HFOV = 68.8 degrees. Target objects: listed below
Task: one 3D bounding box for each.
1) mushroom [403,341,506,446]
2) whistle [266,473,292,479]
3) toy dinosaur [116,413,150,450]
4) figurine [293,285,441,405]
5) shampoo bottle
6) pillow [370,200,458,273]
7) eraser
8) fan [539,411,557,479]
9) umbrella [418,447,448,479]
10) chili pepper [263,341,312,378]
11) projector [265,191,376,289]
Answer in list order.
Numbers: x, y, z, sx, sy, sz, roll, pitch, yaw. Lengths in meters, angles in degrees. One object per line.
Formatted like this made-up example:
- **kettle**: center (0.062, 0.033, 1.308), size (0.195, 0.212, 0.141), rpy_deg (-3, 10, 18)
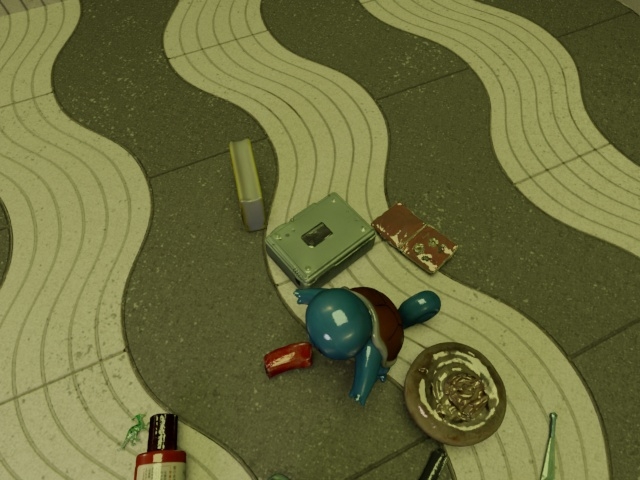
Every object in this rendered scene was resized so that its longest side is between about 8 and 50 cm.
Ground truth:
- **mushroom**: center (0.300, 0.337, 1.046), size (0.226, 0.178, 0.226), rpy_deg (-4, 61, 8)
- **whistle**: center (-0.023, 0.654, 0.860), size (0.188, 0.168, 0.405), rpy_deg (1, 60, -2)
- **toy dinosaur**: center (-0.429, 0.433, 1.064), size (0.083, 0.021, 0.062), rpy_deg (-18, 55, -15)
- **figurine**: center (0.103, 0.210, 1.074), size (0.416, 0.243, 0.298), rpy_deg (4, 56, -47)
- **shampoo bottle**: center (-0.335, 0.507, 0.974), size (0.104, 0.104, 0.278), rpy_deg (-4, 61, -4)
- **pillow**: center (0.263, -0.009, 1.321), size (0.232, 0.043, 0.126), rpy_deg (40, 68, 21)
- **eraser**: center (-0.206, -0.154, 1.327), size (0.069, 0.158, 0.226), rpy_deg (-10, 60, -9)
- **fan**: center (0.520, 0.486, 1.057), size (0.038, 0.016, 0.193), rpy_deg (19, 62, 6)
- **umbrella**: center (0.237, 0.518, 1.023), size (0.036, 0.031, 0.133), rpy_deg (33, 64, 15)
- **chili pepper**: center (-0.076, 0.286, 1.130), size (0.123, 0.073, 0.070), rpy_deg (-15, 29, -13)
- **projector**: center (0.000, 0.000, 1.278), size (0.256, 0.099, 0.192), rpy_deg (-36, 66, -20)
